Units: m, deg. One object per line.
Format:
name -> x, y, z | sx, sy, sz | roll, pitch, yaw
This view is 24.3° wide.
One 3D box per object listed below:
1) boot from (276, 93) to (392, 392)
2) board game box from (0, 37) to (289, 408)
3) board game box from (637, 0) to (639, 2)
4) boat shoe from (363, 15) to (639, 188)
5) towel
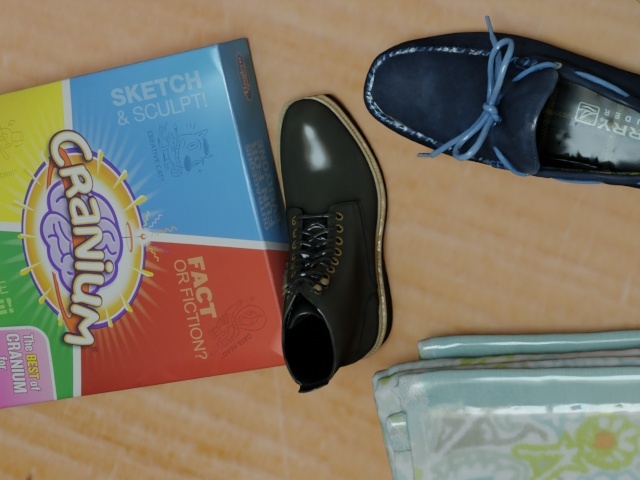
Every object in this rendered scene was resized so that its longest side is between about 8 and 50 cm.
boot -> 0.000, 0.000, 1.041 | 0.077, 0.137, 0.197 | -14, 97, 19
board game box -> -0.183, -0.004, 1.135 | 0.317, 0.064, 0.242 | -11, 98, 19
board game box -> 0.272, -0.116, 0.941 | 0.259, 0.124, 0.039 | 44, 109, 4
boat shoe -> 0.151, -0.093, 1.001 | 0.258, 0.089, 0.109 | 7, 103, 16
towel -> 0.232, 0.223, 1.048 | 0.375, 0.090, 0.320 | -3, 104, 17
